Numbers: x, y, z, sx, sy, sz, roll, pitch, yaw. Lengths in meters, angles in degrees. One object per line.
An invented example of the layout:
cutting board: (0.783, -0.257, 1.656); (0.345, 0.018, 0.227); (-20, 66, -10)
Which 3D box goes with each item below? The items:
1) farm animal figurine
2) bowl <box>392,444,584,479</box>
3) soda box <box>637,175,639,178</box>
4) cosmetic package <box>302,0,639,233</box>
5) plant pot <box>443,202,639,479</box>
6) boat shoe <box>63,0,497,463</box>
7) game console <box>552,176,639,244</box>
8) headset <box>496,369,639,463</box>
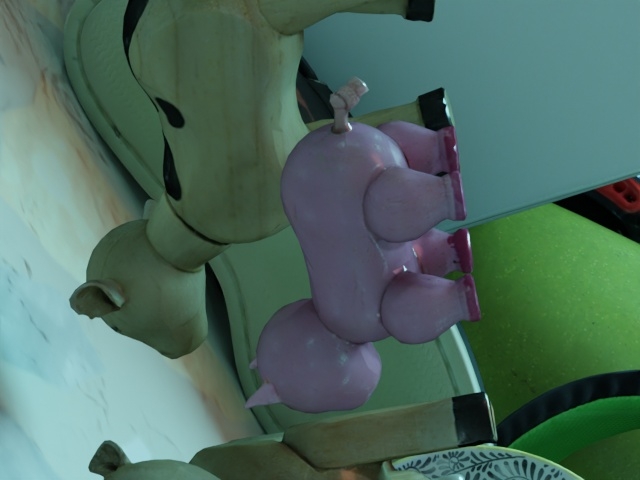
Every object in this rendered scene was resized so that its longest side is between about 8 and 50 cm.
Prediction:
farm animal figurine: (-0.019, 0.083, 0.665); (0.327, 0.172, 0.330); (72, 12, -64)
bowl: (0.073, 0.190, 0.841); (0.080, 0.170, 0.170); (81, -8, -58)
soda box: (0.222, -0.078, 1.652); (0.091, 0.098, 0.286); (57, -8, -18)
cosmetic package: (0.114, -0.220, 1.080); (0.393, 0.327, 0.329); (-40, 110, -56)
plant pot: (0.168, 0.109, 1.112); (0.293, 0.275, 0.275); (43, 18, -6)
boat shoe: (-0.003, 0.002, 0.932); (0.340, 0.127, 0.113); (53, 27, 3)
game console: (0.242, 0.036, 1.496); (0.342, 0.060, 0.386); (39, -16, 54)
headset: (0.200, 0.212, 0.852); (0.394, 0.243, 0.185); (35, -3, 37)
